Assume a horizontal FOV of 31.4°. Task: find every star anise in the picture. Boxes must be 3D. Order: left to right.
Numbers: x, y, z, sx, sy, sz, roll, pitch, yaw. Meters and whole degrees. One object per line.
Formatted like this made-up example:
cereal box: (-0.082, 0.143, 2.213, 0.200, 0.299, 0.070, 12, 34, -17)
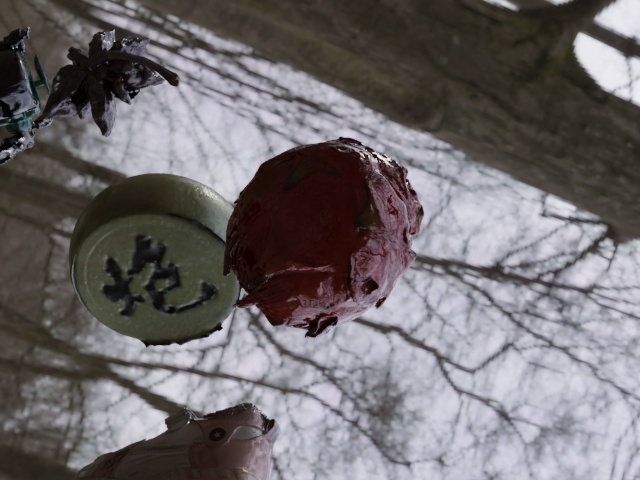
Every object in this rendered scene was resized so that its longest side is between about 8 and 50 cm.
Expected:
star anise: (-0.346, -0.267, 1.849, 0.231, 0.089, 0.209, -22, -121, 11)

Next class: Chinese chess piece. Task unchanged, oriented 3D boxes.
Chinese chess piece: (-0.307, 0.040, 2.189, 0.349, 0.349, 0.146, -56, -161, 31)

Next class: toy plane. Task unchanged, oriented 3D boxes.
toy plane: (-0.412, -0.195, 1.507, 0.381, 0.106, 0.155, -140, -146, -72)

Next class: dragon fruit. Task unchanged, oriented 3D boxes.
dragon fruit: (0.005, -0.007, 1.392, 0.252, 0.241, 0.241, -23, -135, 19)

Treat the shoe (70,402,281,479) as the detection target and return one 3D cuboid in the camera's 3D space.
shoe: (-0.214, 0.362, 1.751, 0.350, 0.172, 0.198, -4, -138, 26)
